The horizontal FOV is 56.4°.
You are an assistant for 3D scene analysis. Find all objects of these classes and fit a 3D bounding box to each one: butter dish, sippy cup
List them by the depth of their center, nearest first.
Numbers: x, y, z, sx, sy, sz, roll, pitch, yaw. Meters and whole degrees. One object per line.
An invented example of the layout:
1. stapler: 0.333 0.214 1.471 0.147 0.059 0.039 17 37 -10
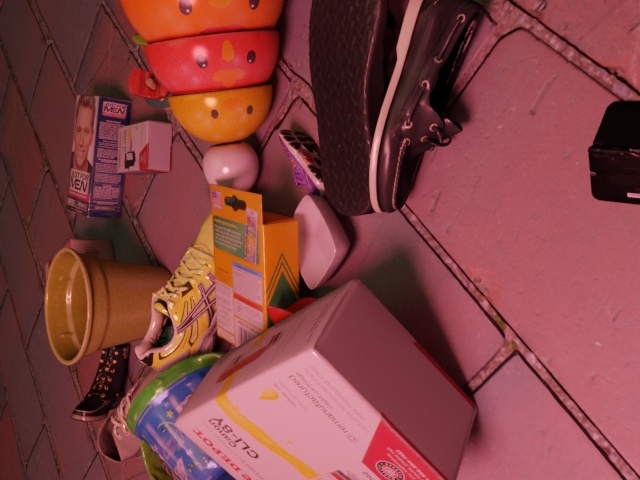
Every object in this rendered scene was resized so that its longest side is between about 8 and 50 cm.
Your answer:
1. butter dish: 0.009 0.155 1.045 0.160 0.118 0.160 12 137 39
2. sippy cup: -0.244 0.396 1.240 0.224 0.240 0.305 45 144 26

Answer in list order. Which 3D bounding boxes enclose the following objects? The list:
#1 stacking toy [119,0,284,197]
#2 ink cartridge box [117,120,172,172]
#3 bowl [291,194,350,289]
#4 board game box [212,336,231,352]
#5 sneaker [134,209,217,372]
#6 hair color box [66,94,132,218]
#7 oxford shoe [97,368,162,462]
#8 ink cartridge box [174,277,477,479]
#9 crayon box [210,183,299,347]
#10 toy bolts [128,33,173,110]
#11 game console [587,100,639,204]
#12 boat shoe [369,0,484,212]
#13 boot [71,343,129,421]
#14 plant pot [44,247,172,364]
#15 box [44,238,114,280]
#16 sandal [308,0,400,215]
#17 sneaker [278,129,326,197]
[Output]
1. stacking toy: -0.197 -0.322 1.200 0.351 0.351 0.479 9 115 47
2. ink cartridge box: -0.471 -0.243 1.589 0.175 0.072 0.127 2 91 46
3. bowl: 0.000 0.000 1.080 0.142 0.053 0.142 64 147 27
4. board game box: -0.276 0.243 1.404 0.145 0.027 0.281 48 122 35
5. sneaker: -0.266 0.109 1.270 0.145 0.147 0.384 18 89 33
6. hair color box: -0.658 -0.248 1.766 0.174 0.105 0.347 15 99 46
7. oxford shoe: -0.447 0.437 1.493 0.449 0.130 0.169 -49 55 38
8. ink cartridge box: -0.005 0.271 0.928 0.279 0.160 0.385 46 132 -10
9. crayon box: -0.128 0.055 1.162 0.203 0.083 0.323 17 112 52
10. toy bolts: -0.353 -0.428 1.463 0.218 0.158 0.228 11 86 6
11. game console: 0.394 -0.103 0.710 0.122 0.071 0.107 13 128 47
12. boat shoe: 0.161 -0.194 0.887 0.113 0.127 0.340 18 101 22
13. boot: -0.594 0.380 1.622 0.085 0.236 0.178 9 91 5
14. plant pot: -0.512 0.155 1.492 0.276 0.254 0.276 0 90 46
15. box: -0.734 0.103 1.822 0.232 0.127 0.148 -30 68 42
16. sandal: 0.067 -0.267 1.013 0.167 0.107 0.445 16 113 45
17. sneaker: -0.039 -0.144 1.134 0.071 0.068 0.170 -54 54 39
